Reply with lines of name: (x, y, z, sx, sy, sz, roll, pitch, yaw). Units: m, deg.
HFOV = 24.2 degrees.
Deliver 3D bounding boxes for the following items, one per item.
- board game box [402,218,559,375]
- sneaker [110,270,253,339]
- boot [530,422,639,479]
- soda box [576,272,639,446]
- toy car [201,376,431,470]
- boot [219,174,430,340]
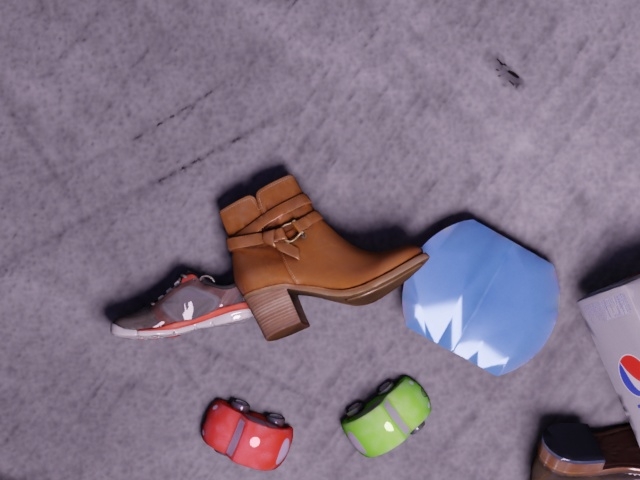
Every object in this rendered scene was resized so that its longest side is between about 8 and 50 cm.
board game box: (0.169, 0.058, 1.586, 0.168, 0.033, 0.133, 29, 91, -7)
sneaker: (-0.147, 0.066, 1.577, 0.158, 0.061, 0.065, -11, 84, -7)
boot: (0.324, 0.260, 1.611, 0.219, 0.082, 0.106, 10, 125, -12)
soda box: (0.378, 0.167, 1.530, 0.098, 0.091, 0.286, -20, 85, -27)
toy car: (0.019, 0.227, 1.597, 0.225, 0.053, 0.239, -36, 97, 5)
boot: (0.000, 0.000, 1.542, 0.197, 0.073, 0.152, -21, 76, -2)
